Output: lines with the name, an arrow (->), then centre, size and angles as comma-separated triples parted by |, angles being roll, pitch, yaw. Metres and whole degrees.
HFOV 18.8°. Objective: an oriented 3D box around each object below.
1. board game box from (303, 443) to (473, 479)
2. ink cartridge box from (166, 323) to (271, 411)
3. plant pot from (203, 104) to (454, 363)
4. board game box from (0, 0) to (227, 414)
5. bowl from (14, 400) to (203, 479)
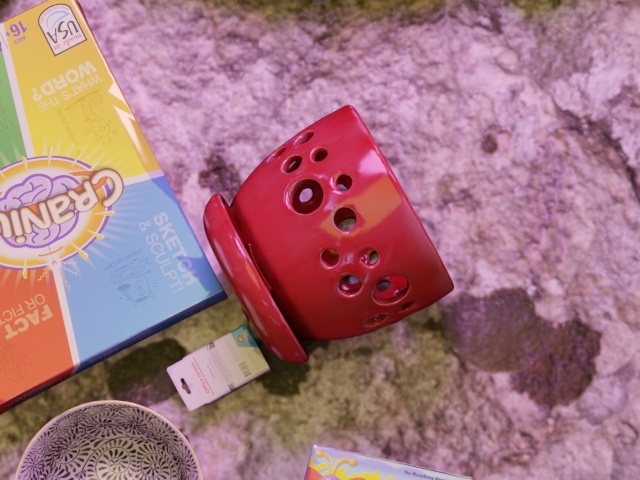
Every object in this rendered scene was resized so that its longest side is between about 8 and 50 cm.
board game box -> 0.033, 0.326, 1.682 | 0.142, 0.144, 0.275 | 12, 83, 1
ink cartridge box -> -0.093, 0.118, 1.769 | 0.083, 0.028, 0.048 | -29, 83, -4
plant pot -> 0.000, 0.000, 1.705 | 0.174, 0.191, 0.191 | -27, 83, 0
board game box -> -0.262, -0.035, 1.773 | 0.242, 0.064, 0.316 | -28, 83, -3
bowl -> -0.185, 0.229, 1.729 | 0.170, 0.080, 0.170 | 0, 83, 0
